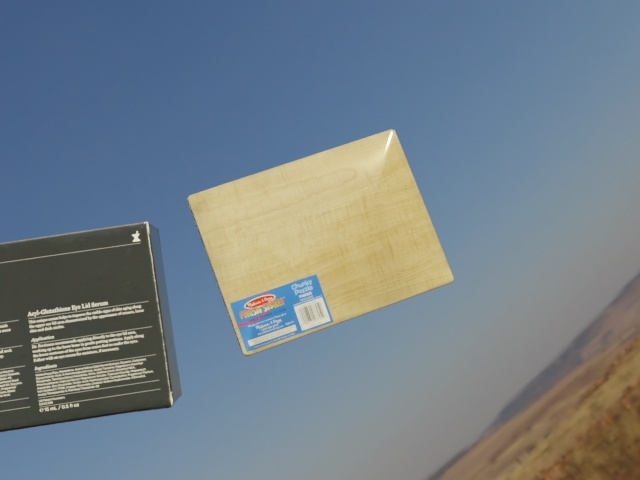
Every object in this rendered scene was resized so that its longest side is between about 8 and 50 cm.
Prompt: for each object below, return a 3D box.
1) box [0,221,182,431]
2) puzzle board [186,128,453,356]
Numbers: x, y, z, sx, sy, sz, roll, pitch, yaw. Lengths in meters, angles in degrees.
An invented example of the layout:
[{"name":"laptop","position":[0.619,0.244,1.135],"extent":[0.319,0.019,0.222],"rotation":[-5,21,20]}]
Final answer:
[{"name":"box","position":[-0.284,0.091,1.026],"extent":[0.261,0.184,0.103],"rotation":[-8,-1,-3]},{"name":"puzzle board","position":[0.000,0.000,0.582],"extent":[0.128,0.096,0.011],"rotation":[-19,-9,-10]}]
